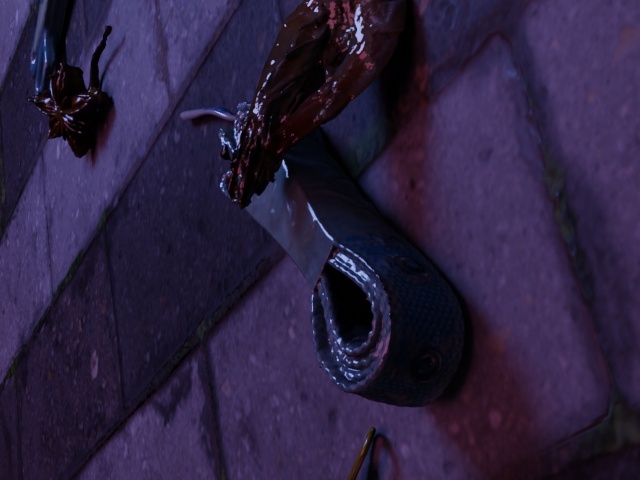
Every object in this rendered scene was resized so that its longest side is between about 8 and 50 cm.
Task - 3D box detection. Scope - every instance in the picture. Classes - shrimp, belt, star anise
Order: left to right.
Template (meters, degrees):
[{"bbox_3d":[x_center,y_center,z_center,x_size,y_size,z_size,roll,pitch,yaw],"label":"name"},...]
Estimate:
[{"bbox_3d":[-0.292,-0.185,1.332,0.097,0.070,0.191,52,137,13],"label":"star anise"},{"bbox_3d":[-0.009,-0.105,0.736,0.101,0.042,0.190,24,79,44],"label":"shrimp"},{"bbox_3d":[0.000,0.000,0.745,0.087,0.072,0.302,-66,33,23],"label":"belt"}]

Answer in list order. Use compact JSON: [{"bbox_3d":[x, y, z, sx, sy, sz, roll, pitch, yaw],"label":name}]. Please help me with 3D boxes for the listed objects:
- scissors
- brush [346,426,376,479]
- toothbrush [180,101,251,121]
[{"bbox_3d":[-0.368,-0.330,1.507,0.138,0.041,0.289,-108,33,-48],"label":"scissors"},{"bbox_3d":[0.001,0.217,0.757,0.083,0.011,0.205,-48,-21,-71],"label":"brush"},{"bbox_3d":[-0.097,-0.115,1.006,0.162,0.014,0.017,6,107,62],"label":"toothbrush"}]
